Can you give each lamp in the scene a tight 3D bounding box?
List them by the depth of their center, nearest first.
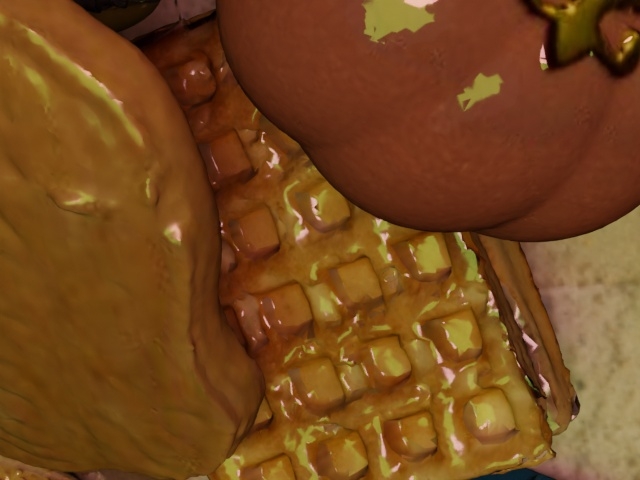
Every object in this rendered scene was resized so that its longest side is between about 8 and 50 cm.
[{"bbox_3d":[0.095,-0.150,0.722,0.239,0.305,0.305,-6,117,59],"label":"lamp"}]

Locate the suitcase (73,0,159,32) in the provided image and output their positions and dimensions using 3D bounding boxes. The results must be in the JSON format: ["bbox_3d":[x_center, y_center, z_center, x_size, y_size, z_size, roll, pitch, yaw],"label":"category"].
[{"bbox_3d":[-0.161,-0.191,0.841,0.235,0.194,0.143,15,109,13],"label":"suitcase"}]

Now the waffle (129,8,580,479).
[{"bbox_3d":[0.001,0.000,0.900,0.213,0.091,0.308,-20,92,22],"label":"waffle"}]

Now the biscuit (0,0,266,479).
[{"bbox_3d":[-0.222,-0.013,0.842,0.385,0.062,0.365,9,133,29],"label":"biscuit"}]

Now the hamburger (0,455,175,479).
[{"bbox_3d":[-0.221,0.243,1.062,0.302,0.170,0.302,6,114,13],"label":"hamburger"}]

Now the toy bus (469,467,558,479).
[{"bbox_3d":[0.115,0.196,0.992,0.185,0.090,0.106,20,114,8],"label":"toy bus"}]
